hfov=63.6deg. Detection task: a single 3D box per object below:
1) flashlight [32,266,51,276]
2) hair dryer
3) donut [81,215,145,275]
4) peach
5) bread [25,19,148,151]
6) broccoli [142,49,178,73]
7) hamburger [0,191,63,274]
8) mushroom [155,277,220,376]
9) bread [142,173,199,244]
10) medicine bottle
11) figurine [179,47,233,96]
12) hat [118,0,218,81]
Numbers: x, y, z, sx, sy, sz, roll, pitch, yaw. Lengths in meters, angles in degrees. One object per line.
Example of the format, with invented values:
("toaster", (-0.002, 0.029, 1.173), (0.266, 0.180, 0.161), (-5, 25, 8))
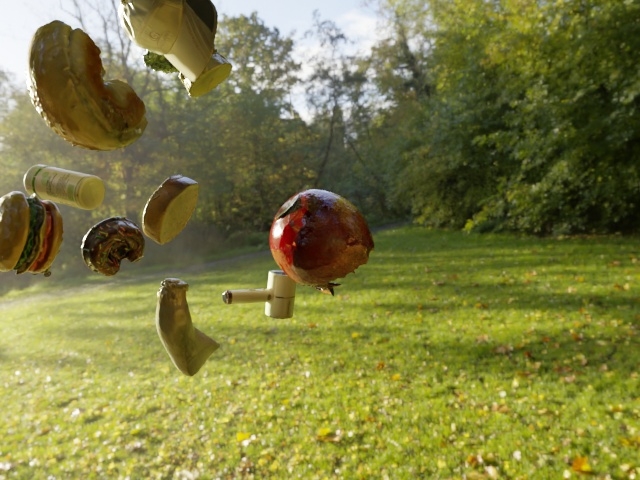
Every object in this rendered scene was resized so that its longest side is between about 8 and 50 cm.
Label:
("flashlight", (-0.817, 0.051, 1.544), (0.035, 0.121, 0.057), (22, 0, 45))
("hair dryer", (-0.268, 0.234, 2.209), (0.362, 0.203, 0.128), (2, 8, -37))
("donut", (-0.748, 0.024, 1.894), (0.230, 0.216, 0.096), (-16, 38, -42))
("peach", (-0.014, -0.015, 1.801), (0.335, 0.310, 0.406), (-41, 21, -5))
("bread", (-0.512, -0.290, 1.126), (0.171, 0.192, 0.314), (-12, -24, 12))
("broccoli", (-0.488, -0.665, 1.733), (0.176, 0.198, 0.226), (-12, 22, 50))
("hamburger", (-0.570, -0.015, 0.994), (0.162, 0.162, 0.115), (-3, -10, 40))
("mushroom", (-0.496, 0.306, 1.836), (0.126, 0.397, 0.177), (23, 52, 33))
("bread", (-0.489, -0.103, 1.693), (0.070, 0.236, 0.236), (29, 13, 8))
("medicine bottle", (-0.627, -0.131, 1.267), (0.183, 0.086, 0.086), (12, 13, 22))
("figurine", (-0.431, -0.636, 1.620), (0.168, 0.315, 0.187), (-33, 5, 0))
("hat", (-0.379, -0.518, 1.274), (0.161, 0.275, 0.232), (-43, 7, -40))
